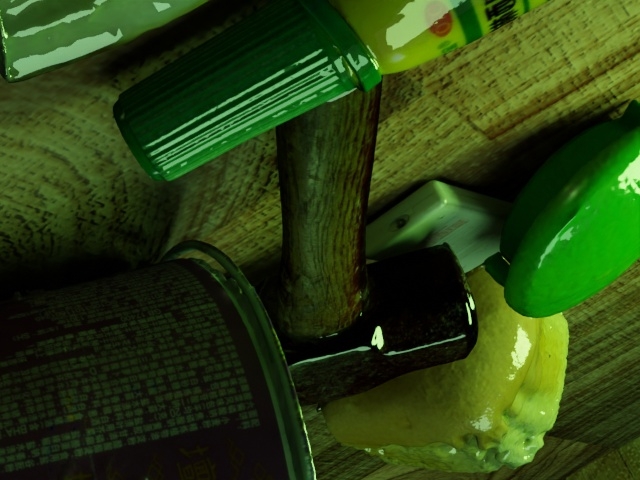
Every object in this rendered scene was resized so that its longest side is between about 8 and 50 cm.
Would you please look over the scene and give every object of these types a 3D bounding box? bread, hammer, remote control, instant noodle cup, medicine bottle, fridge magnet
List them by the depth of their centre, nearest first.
[{"bbox_3d":[0.033,-0.125,0.763,0.309,0.076,0.111,-28,153,4],"label":"medicine bottle"},{"bbox_3d":[-0.183,0.180,0.915,0.266,0.339,0.340,-7,153,-26],"label":"instant noodle cup"},{"bbox_3d":[0.000,0.000,0.982,0.243,0.095,0.409,-13,152,-8],"label":"hammer"},{"bbox_3d":[0.106,-0.008,1.201,0.087,0.029,0.190,-36,158,23],"label":"remote control"},{"bbox_3d":[0.227,-0.021,1.201,0.208,0.088,0.208,-33,151,-21],"label":"fridge magnet"},{"bbox_3d":[0.139,0.135,1.415,0.262,0.162,0.204,-45,146,7],"label":"bread"}]

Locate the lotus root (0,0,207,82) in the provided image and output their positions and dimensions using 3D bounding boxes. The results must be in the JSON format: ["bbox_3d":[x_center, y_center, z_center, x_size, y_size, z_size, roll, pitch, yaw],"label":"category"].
[{"bbox_3d":[-0.075,-0.166,0.444,0.119,0.138,0.235,-25,160,-22],"label":"lotus root"}]
